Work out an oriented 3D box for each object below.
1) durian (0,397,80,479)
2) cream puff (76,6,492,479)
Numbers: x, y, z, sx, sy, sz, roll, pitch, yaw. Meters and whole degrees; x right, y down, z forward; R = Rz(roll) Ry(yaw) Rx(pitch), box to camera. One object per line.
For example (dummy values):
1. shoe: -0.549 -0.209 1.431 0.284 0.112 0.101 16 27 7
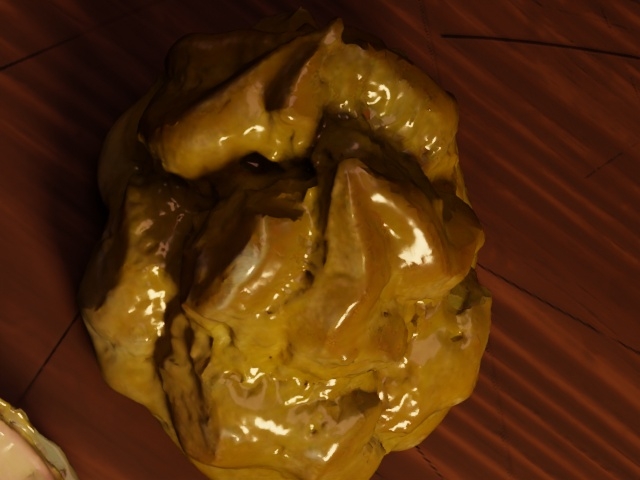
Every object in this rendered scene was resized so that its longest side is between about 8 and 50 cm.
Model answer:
1. durian: -0.218 0.177 0.850 0.305 0.185 0.195 45 40 -12
2. cream puff: 0.001 0.002 0.956 0.291 0.257 0.324 13 68 -19
